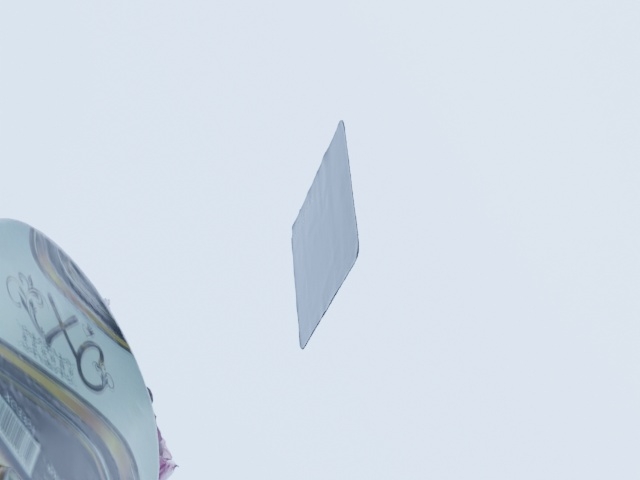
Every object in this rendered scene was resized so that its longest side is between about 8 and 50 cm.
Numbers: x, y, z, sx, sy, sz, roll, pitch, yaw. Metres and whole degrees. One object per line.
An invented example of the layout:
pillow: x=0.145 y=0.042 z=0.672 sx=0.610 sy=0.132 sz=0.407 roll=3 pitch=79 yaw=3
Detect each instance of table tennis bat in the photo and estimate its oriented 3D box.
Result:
table tennis bat: x=-0.127 y=0.092 z=0.406 sx=0.173 sy=0.022 sz=0.301 roll=61 pitch=-171 yaw=-22

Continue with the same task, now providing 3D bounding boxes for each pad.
pad: x=0.000 y=0.000 z=0.682 sx=0.003 sy=0.157 sz=0.112 roll=4 pitch=-122 yaw=-15

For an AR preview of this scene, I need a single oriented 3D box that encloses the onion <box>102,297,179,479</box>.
onion: x=-0.243 y=0.166 z=0.870 sx=0.200 sy=0.200 sz=0.207 roll=-50 pitch=-55 yaw=-48
